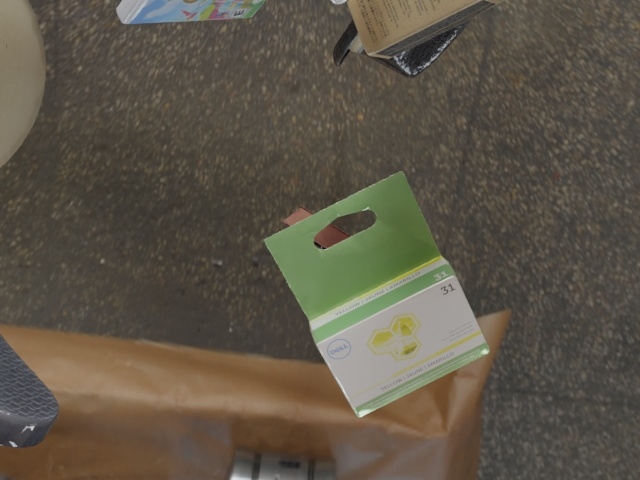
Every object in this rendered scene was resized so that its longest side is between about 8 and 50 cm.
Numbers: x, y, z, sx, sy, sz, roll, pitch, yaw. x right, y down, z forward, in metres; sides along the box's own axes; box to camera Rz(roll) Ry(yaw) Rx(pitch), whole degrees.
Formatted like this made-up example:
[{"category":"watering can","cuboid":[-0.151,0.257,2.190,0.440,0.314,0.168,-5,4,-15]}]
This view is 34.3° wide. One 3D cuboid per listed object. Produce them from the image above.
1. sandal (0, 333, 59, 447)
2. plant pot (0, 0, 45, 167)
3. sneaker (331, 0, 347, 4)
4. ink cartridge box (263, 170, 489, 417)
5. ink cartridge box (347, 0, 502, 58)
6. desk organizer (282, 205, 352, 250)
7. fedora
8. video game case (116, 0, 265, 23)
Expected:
[{"category":"sandal","cuboid":[-0.294,0.075,0.796,0.097,0.254,0.054,17,111,-50]},{"category":"plant pot","cuboid":[-0.363,-0.149,0.818,0.256,0.274,0.257,-1,96,-9]},{"category":"sneaker","cuboid":[0.032,-0.402,1.270,0.094,0.081,0.208,20,98,-23]},{"category":"ink cartridge box","cuboid":[0.065,0.064,1.127,0.171,0.056,0.235,-27,122,2]},{"category":"ink cartridge box","cuboid":[0.118,-0.397,1.433,0.193,0.088,0.235,-22,85,25]},{"category":"desk organizer","cuboid":[0.000,0.000,1.725,0.130,0.050,0.047,32,140,25]},{"category":"fedora","cuboid":[0.168,-0.387,1.691,0.152,0.334,0.334,36,111,-3]},{"category":"video game case","cuboid":[-0.093,-0.306,1.112,0.212,0.193,0.023,-39,73,43]}]
